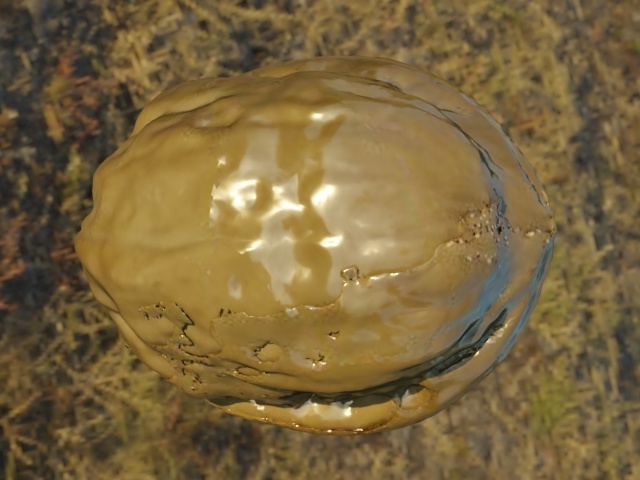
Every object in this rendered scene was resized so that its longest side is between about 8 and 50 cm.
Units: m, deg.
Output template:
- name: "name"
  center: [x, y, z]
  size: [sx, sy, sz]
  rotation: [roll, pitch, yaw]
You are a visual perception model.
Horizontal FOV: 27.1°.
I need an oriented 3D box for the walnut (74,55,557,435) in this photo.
- name: "walnut"
  center: [0.000, 0.000, 0.682]
  size: [0.198, 0.245, 0.198]
  rotation: [-1, 90, -68]
